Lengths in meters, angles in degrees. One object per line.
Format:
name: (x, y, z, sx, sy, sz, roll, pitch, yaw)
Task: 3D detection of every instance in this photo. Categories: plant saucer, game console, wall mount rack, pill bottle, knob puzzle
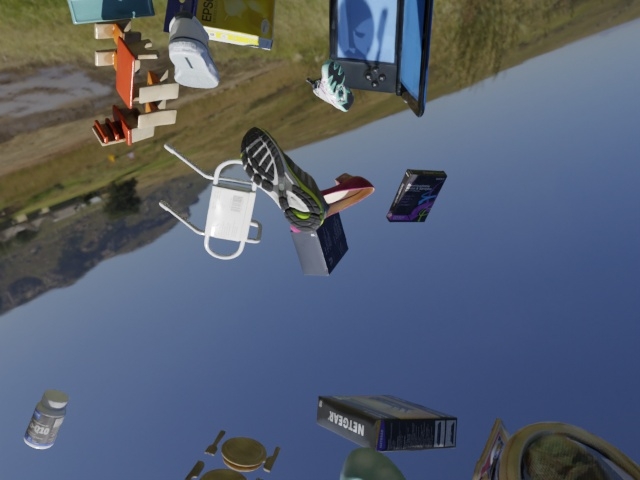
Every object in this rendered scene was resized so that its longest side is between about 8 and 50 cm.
plant saucer: (-0.497, -0.557, 1.389, 0.192, 0.067, 0.018, -12, -142, -13)
game console: (0.104, -0.402, 1.083, 0.250, 0.293, 0.173, 12, -148, 22)
wall mount rack: (-0.293, -0.119, 1.603, 0.304, 0.350, 0.130, 10, -140, -10)
plant saucer: (0.090, 0.471, 1.038, 0.037, 0.195, 0.195, -7, 180, -42)
pill bottle: (-0.725, 0.473, 1.551, 0.078, 0.137, 0.078, 23, -175, -2)
knob puzzle: (0.316, 0.445, 1.057, 0.030, 0.213, 0.213, 12, -150, 37)

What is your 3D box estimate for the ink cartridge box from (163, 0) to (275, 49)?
ink cartridge box: (-0.282, -0.719, 1.696, 0.307, 0.304, 0.072, 7, 161, -14)

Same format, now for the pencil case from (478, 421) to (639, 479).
pencil case: (0.103, 0.299, 0.454, 0.183, 0.160, 0.410, -9, 142, -41)

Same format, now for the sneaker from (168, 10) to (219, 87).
sneaker: (-0.247, -0.372, 1.163, 0.094, 0.091, 0.258, 5, 178, -9)

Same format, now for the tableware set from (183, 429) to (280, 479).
tableware set: (-0.153, 0.415, 1.035, 0.128, 0.039, 0.194, 13, -167, 9)

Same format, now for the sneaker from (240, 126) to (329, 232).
sneaker: (-0.087, -0.154, 1.458, 0.111, 0.300, 0.121, -35, 180, 24)

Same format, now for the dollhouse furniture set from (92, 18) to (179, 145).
dollhouse furniture set: (-0.467, -0.354, 1.393, 0.135, 0.262, 0.259, -20, 150, -33)

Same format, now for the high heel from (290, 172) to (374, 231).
high heel: (0.033, -0.093, 1.590, 0.244, 0.082, 0.117, -37, -140, -21)

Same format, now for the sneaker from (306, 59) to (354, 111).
sneaker: (0.004, -0.231, 0.849, 0.069, 0.098, 0.038, 29, -105, 30)

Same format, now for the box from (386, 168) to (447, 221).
box: (0.255, -0.117, 1.551, 0.116, 0.162, 0.029, -1, -138, -24)

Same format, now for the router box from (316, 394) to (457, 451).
router box: (0.165, 0.474, 1.536, 0.242, 0.081, 0.309, 7, 174, -28)

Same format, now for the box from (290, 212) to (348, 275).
box: (0.000, 0.000, 1.767, 0.093, 0.156, 0.158, -1, -151, 29)
